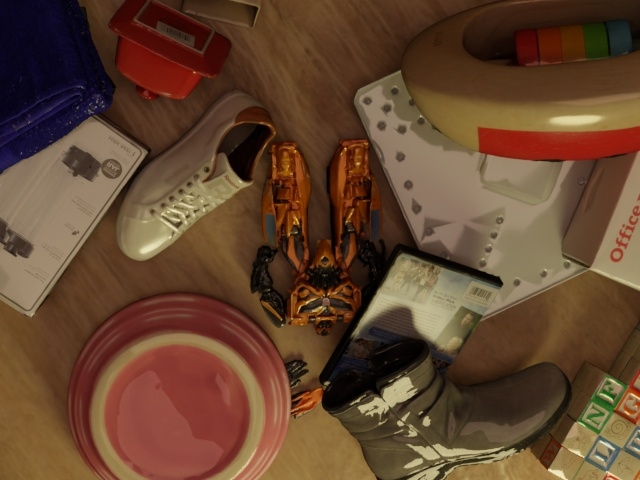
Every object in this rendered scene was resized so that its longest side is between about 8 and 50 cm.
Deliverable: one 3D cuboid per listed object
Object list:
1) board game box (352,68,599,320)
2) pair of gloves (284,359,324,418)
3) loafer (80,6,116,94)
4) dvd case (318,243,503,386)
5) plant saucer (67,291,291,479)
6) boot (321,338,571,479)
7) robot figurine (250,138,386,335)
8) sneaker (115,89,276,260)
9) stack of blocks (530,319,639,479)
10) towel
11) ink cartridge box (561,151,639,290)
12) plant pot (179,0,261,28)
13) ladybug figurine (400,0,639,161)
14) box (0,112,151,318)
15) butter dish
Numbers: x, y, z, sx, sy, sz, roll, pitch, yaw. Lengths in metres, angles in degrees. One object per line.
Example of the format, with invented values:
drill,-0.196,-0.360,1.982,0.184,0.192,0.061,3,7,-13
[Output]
board game box,0.295,-0.122,1.552,0.389,0.050,0.390,-25,100,-2
pair of gloves,-0.038,0.226,1.586,0.074,0.010,0.083,-32,98,1
loafer,-0.353,-0.293,1.444,0.078,0.076,0.223,-36,97,8
dvd case,0.130,0.133,1.524,0.180,0.022,0.253,18,116,-23
plant saucer,-0.207,0.245,1.529,0.331,0.084,0.332,0,97,-4
boot,0.189,0.226,1.520,0.338,0.118,0.223,-30,120,-1
robot figurine,0.000,0.000,1.520,0.211,0.085,0.291,-3,98,-5
sneaker,-0.175,-0.080,1.459,0.106,0.123,0.290,36,94,-39
stack of blocks,0.480,0.253,1.606,0.171,0.087,0.297,30,94,-9
towel,-0.439,-0.206,1.376,0.308,0.076,0.228,-27,79,15
ink cartridge box,0.538,-0.017,1.503,0.306,0.131,0.226,20,96,-10
plant pot,-0.132,-0.366,1.448,0.108,0.109,0.096,12,85,-8
ladybug figurine,0.334,-0.212,1.377,0.449,0.305,0.162,-1,127,14
box,-0.389,-0.058,1.468,0.169,0.087,0.290,34,93,-10
butter dish,-0.221,-0.249,1.446,0.160,0.160,0.118,25,118,-9
